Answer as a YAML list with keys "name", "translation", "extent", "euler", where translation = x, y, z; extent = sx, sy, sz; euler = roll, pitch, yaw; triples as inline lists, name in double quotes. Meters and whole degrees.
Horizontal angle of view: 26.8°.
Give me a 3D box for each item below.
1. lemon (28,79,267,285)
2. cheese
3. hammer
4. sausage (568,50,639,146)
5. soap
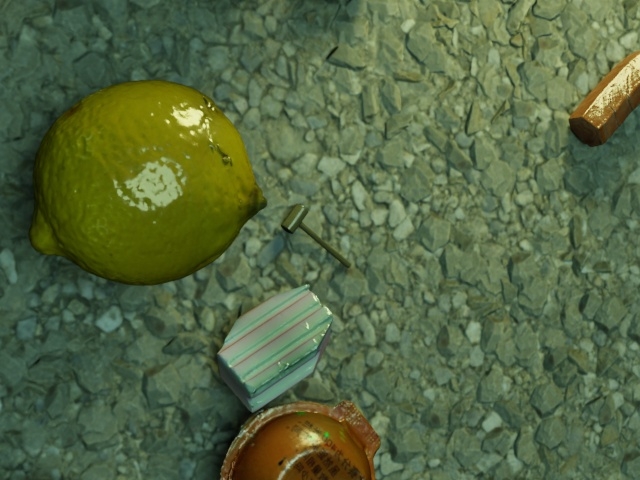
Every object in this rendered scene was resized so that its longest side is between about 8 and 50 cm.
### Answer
- name: "lemon"
  translation: [-0.203, -0.062, 1.488]
  extent: [0.254, 0.228, 0.228]
  euler: [-12, 96, -23]
- name: "cheese"
  translation: [-0.058, 0.328, 1.612]
  extent: [0.329, 0.129, 0.217]
  euler: [-44, 107, -17]
- name: "hammer"
  translation: [0.000, 0.000, 1.692]
  extent: [0.110, 0.019, 0.035]
  euler: [40, 76, -22]
- name: "sausage"
  translation: [0.417, -0.205, 1.851]
  extent: [0.169, 0.065, 0.065]
  euler: [-45, 108, -18]
- name: "soap"
  translation: [-0.053, 0.126, 1.627]
  extent: [0.149, 0.056, 0.100]
  euler: [-33, 61, -21]
